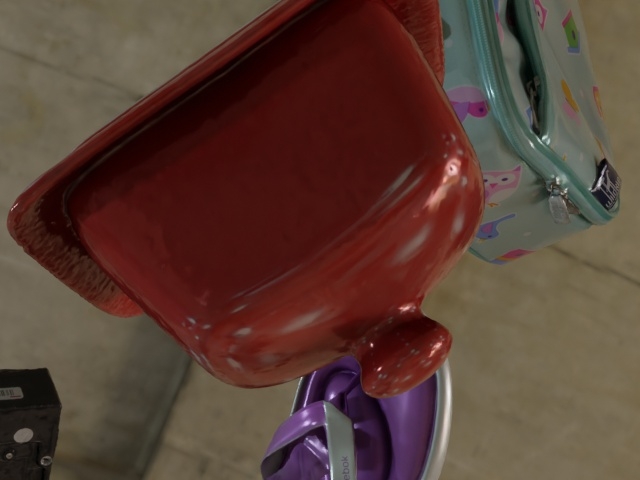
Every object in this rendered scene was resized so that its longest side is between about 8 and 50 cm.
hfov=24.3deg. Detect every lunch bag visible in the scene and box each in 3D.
[{"bbox_3d":[0.096,-0.132,0.921,0.224,0.108,0.279,37,-141,-59],"label":"lunch bag"}]

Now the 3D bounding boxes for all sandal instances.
[{"bbox_3d":[-0.003,0.237,1.387,0.169,0.416,0.102,38,-153,26],"label":"sandal"}]

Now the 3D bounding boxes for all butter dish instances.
[{"bbox_3d":[0.000,0.000,0.501,0.118,0.160,0.160,54,178,17],"label":"butter dish"}]

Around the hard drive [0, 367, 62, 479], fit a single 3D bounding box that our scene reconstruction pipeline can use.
[{"bbox_3d":[-0.376,0.266,1.351,0.237,0.339,0.064,-2,-145,-25],"label":"hard drive"}]
